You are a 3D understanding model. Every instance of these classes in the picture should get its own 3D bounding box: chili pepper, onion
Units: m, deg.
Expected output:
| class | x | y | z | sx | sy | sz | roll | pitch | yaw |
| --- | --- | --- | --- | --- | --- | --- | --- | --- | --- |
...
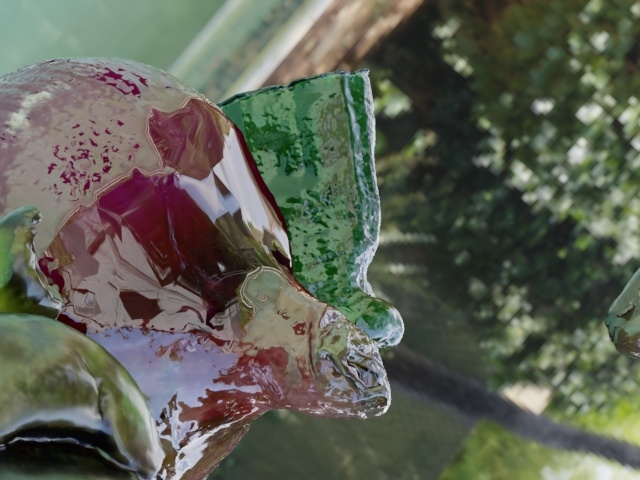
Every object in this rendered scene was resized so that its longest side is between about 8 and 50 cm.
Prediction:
| class | x | y | z | sx | sy | sz | roll | pitch | yaw |
| --- | --- | --- | --- | --- | --- | --- | --- | --- | --- |
| chili pepper | 0.000 | 0.000 | 1.321 | 0.136 | 0.270 | 0.099 | -10 | 175 | -15 |
| onion | -0.120 | 0.052 | 1.097 | 0.348 | 0.385 | 0.347 | -39 | 135 | -54 |

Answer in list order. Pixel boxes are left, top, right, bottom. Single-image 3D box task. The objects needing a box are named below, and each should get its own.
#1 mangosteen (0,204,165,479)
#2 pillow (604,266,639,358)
| class | x | y | z | sx | sy | sz | roll | pitch | yaw |
| --- | --- | --- | --- | --- | --- | --- | --- | --- | --- |
| mangosteen | -0.174 | 0.163 | 0.630 | 0.306 | 0.359 | 0.306 | -5 | 174 | -1 |
| pillow | 0.338 | 0.006 | 0.883 | 0.305 | 0.108 | 0.308 | -41 | 142 | 13 |
